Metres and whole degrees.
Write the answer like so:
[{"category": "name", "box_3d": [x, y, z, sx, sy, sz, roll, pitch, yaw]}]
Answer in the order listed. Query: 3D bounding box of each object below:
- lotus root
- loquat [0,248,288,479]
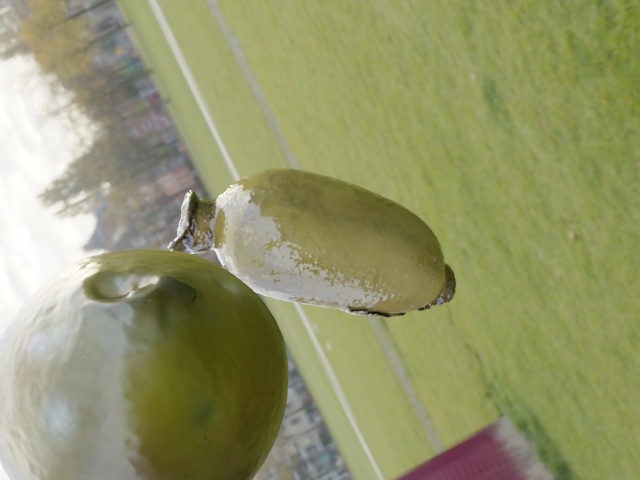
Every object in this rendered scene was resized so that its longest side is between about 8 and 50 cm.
[{"category": "lotus root", "box_3d": [0.001, -0.001, 1.066, 0.146, 0.304, 0.130, -106, 31, -73]}, {"category": "loquat", "box_3d": [-0.090, 0.075, 0.518, 0.195, 0.152, 0.152, 92, 154, -52]}]
